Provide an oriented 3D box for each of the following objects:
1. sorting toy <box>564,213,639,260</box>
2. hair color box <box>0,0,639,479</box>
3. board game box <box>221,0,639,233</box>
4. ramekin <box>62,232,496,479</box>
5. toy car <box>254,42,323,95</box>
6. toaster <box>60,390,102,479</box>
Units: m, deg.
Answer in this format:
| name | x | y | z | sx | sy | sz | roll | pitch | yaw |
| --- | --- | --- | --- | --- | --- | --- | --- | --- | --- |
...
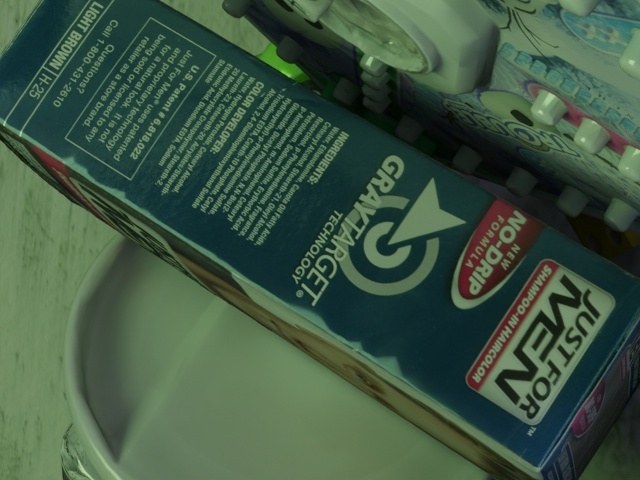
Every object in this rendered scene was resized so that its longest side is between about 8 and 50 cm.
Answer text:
| name | x | y | z | sx | sy | sz | roll | pitch | yaw |
| --- | --- | --- | --- | --- | --- | --- | --- | --- | --- |
| sorting toy | 0.158 | -0.096 | 0.779 | 0.132 | 0.046 | 0.274 | 50 | 156 | 26 |
| hair color box | 0.000 | 0.000 | 0.823 | 0.347 | 0.105 | 0.174 | 31 | 172 | 18 |
| board game box | 0.017 | -0.101 | 0.705 | 0.050 | 0.390 | 0.390 | -56 | 36 | -8 |
| ramekin | -0.019 | 0.098 | 0.950 | 0.273 | 0.273 | 0.127 | 60 | 158 | 31 |
| toy car | -0.060 | -0.061 | 1.138 | 0.225 | 0.053 | 0.239 | -64 | 34 | 35 |
| toaster | -0.089 | 0.177 | 1.127 | 0.227 | 0.129 | 0.146 | 35 | 165 | 9 |
